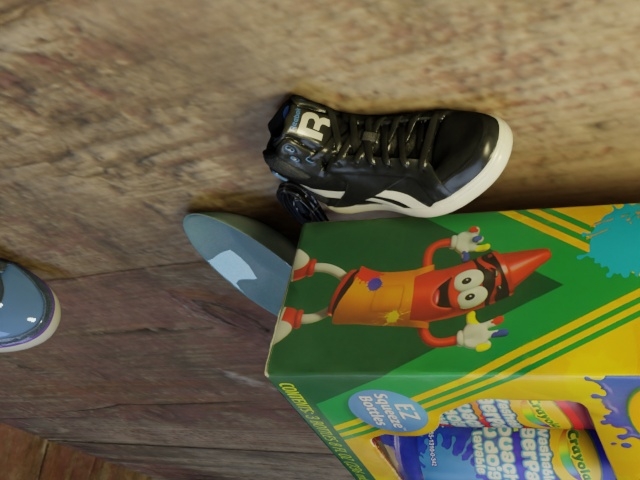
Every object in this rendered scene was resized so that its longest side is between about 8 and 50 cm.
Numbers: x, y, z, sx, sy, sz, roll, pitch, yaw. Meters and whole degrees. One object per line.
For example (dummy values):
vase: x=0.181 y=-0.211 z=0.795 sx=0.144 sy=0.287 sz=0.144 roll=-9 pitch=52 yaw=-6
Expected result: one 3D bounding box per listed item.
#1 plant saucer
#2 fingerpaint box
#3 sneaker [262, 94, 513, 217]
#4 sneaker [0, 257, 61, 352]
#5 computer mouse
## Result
plant saucer: x=-0.056 y=0.023 z=1.251 sx=0.195 sy=0.037 sz=0.195 roll=32 pitch=160 yaw=13
fingerpaint box: x=0.218 y=0.163 z=1.054 sx=0.371 sy=0.163 sz=0.445 roll=-3 pitch=144 yaw=26
sneaker: x=0.034 y=-0.072 z=0.936 sx=0.121 sy=0.079 sz=0.217 roll=26 pitch=158 yaw=-34
sneaker: x=-0.497 y=0.039 z=1.484 sx=0.323 sy=0.130 sz=0.236 roll=18 pitch=164 yaw=3
computer mouse: x=0.000 y=0.000 z=1.220 sx=0.071 sy=0.041 sz=0.242 roll=30 pitch=161 yaw=21
